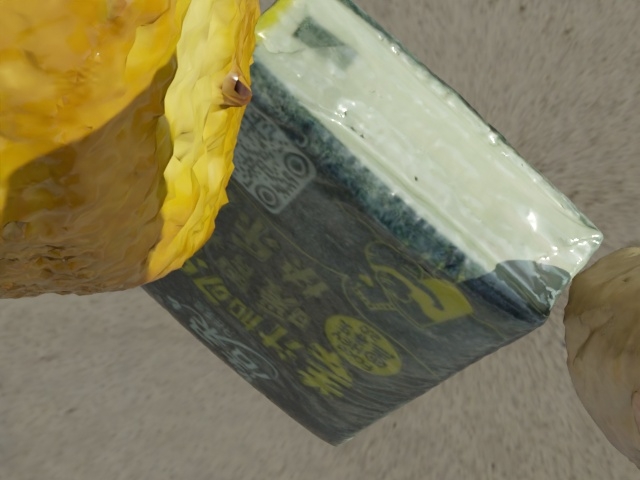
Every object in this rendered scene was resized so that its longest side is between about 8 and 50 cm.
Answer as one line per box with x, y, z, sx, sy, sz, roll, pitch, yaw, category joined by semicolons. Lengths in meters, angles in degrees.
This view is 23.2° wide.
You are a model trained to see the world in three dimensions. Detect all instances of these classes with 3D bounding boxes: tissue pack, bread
0.000;0.000;0.796;0.185;0.257;0.081;42;62;-3;tissue pack
-0.109;-0.148;0.497;0.204;0.358;0.337;1;54;0;bread

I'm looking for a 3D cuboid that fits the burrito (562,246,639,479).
0.201;0.079;0.533;0.143;0.299;0.105;44;84;-19;burrito
